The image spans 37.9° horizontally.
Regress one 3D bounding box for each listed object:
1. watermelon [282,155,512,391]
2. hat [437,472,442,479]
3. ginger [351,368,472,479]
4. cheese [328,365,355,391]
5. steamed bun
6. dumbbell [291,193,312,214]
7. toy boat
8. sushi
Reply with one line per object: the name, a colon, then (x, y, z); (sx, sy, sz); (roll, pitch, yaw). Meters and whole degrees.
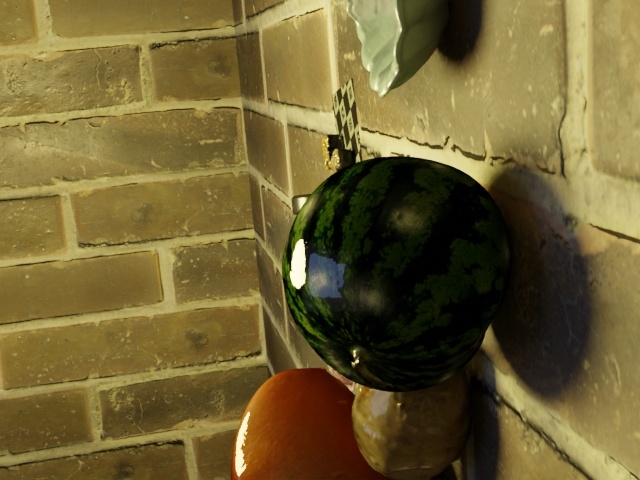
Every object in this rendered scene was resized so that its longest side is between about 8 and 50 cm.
watermelon: (0.083, 0.033, 1.031); (0.269, 0.269, 0.268); (173, 90, -80)
hat: (0.122, 0.315, 1.455); (0.193, 0.082, 0.193); (174, 90, -79)
ginger: (0.099, 0.162, 1.262); (0.244, 0.155, 0.304); (85, 172, -48)
cheese: (0.043, 0.206, 1.846); (0.286, 0.074, 0.188); (125, 138, -80)
steamed bun: (0.013, 0.388, 1.354); (0.379, 0.248, 0.235); (44, 153, 23)
dumbbell: (0.000, 0.000, 1.870); (0.100, 0.100, 0.191); (-173, 77, -80)
toy boat: (0.092, -0.302, 1.163); (0.290, 0.100, 0.199); (-110, 17, -49)
sushi: (0.035, -0.148, 1.737); (0.192, 0.043, 0.279); (173, 90, -80)
